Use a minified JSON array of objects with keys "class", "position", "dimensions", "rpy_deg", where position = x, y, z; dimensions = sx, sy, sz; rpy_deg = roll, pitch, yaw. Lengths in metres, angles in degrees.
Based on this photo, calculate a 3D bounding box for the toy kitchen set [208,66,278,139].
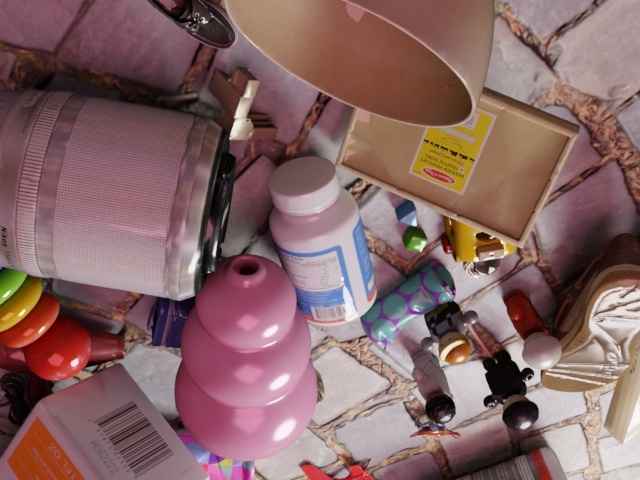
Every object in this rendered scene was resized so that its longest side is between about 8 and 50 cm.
[{"class":"toy kitchen set","position":[-0.091,-0.179,1.001],"dimensions":[0.075,0.068,0.083],"rpy_deg":[-7,133,-40]}]

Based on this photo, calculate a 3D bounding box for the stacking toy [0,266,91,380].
[{"class":"stacking toy","position":[-0.426,0.062,1.042],"dimensions":[0.141,0.141,0.330],"rpy_deg":[-27,120,11]}]

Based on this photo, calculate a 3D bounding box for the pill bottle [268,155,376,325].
[{"class":"pill bottle","position":[0.000,0.000,1.093],"dimensions":[0.124,0.124,0.221],"rpy_deg":[-14,127,1]}]

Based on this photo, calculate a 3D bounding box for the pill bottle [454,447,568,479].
[{"class":"pill bottle","position":[0.303,0.544,1.492],"dimensions":[0.363,0.210,0.210],"rpy_deg":[-23,126,9]}]

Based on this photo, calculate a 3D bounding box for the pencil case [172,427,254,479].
[{"class":"pencil case","position":[-0.227,0.363,1.344],"dimensions":[0.237,0.104,0.104],"rpy_deg":[9,124,-17]}]

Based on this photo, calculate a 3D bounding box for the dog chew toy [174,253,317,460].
[{"class":"dog chew toy","position":[-0.101,0.153,1.100],"dimensions":[0.207,0.206,0.331],"rpy_deg":[-2,132,-8]}]

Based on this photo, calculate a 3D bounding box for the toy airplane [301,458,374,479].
[{"class":"toy airplane","position":[0.035,0.452,1.493],"dimensions":[0.151,0.028,0.151],"rpy_deg":[-5,128,-6]}]

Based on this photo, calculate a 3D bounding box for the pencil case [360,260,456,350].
[{"class":"pencil case","position":[0.136,0.099,1.225],"dimensions":[0.152,0.064,0.070],"rpy_deg":[-37,97,19]}]

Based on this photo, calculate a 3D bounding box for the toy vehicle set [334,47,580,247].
[{"class":"toy vehicle set","position":[0.165,-0.118,1.005],"dimensions":[0.267,0.035,0.165],"rpy_deg":[25,120,9]}]

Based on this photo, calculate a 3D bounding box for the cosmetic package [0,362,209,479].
[{"class":"cosmetic package","position":[-0.391,0.422,1.229],"dimensions":[0.230,0.161,0.453],"rpy_deg":[48,123,13]}]

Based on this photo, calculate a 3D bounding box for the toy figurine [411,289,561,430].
[{"class":"toy figurine","position":[0.254,0.194,1.262],"dimensions":[0.210,0.148,0.213],"rpy_deg":[2,126,-11]}]

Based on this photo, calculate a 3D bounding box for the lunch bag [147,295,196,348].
[{"class":"lunch bag","position":[-0.219,0.113,1.177],"dimensions":[0.065,0.067,0.098],"rpy_deg":[10,125,-15]}]

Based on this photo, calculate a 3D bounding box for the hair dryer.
[{"class":"hair dryer","position":[-0.429,0.196,1.219],"dimensions":[0.294,0.080,0.223],"rpy_deg":[-22,144,13]}]

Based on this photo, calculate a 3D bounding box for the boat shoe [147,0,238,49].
[{"class":"boat shoe","position":[-0.155,-0.264,0.924],"dimensions":[0.142,0.040,0.049],"rpy_deg":[33,115,-28]}]

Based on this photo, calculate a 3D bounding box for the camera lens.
[{"class":"camera lens","position":[-0.246,-0.055,0.937],"dimensions":[0.275,0.219,0.219],"rpy_deg":[10,125,-4]}]

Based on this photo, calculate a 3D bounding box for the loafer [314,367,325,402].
[{"class":"loafer","position":[-0.049,0.202,1.284],"dimensions":[0.056,0.050,0.148],"rpy_deg":[-32,109,19]}]

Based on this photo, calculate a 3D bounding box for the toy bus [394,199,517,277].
[{"class":"toy bus","position":[0.228,-0.015,1.130],"dimensions":[0.202,0.104,0.191],"rpy_deg":[27,118,-25]}]

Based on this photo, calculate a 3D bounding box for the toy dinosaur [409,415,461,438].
[{"class":"toy dinosaur","position":[0.206,0.341,1.417],"dimensions":[0.082,0.090,0.047],"rpy_deg":[27,140,10]}]

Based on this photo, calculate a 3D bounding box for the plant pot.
[{"class":"plant pot","position":[0.068,-0.270,0.842],"dimensions":[0.284,0.284,0.190],"rpy_deg":[29,83,-26]}]

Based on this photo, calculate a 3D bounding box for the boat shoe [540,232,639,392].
[{"class":"boat shoe","position":[0.427,0.120,1.253],"dimensions":[0.123,0.123,0.342],"rpy_deg":[6,141,4]}]

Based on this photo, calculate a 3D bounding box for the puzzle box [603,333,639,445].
[{"class":"puzzle box","position":[0.612,0.134,1.284],"dimensions":[0.272,0.052,0.408],"rpy_deg":[-16,129,-21]}]
